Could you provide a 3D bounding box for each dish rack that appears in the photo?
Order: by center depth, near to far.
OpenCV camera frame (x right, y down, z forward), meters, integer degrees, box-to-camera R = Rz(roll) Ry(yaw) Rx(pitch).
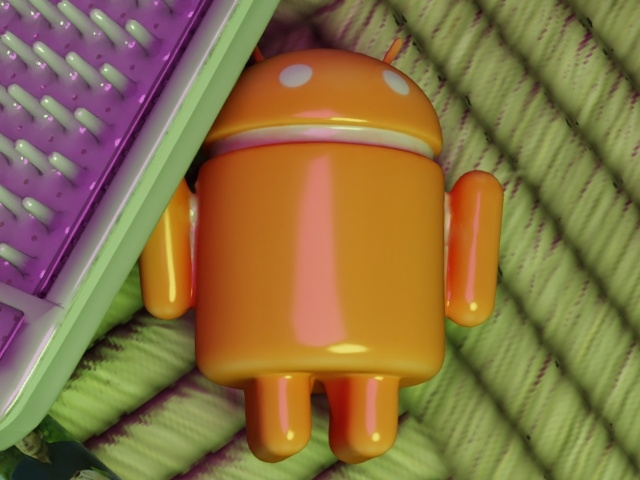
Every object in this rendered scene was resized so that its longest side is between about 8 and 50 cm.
[{"bbox_3d":[-0.164,-0.061,0.885,0.285,0.072,0.333,20,78,39],"label":"dish rack"}]

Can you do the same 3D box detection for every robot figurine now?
[{"bbox_3d":[-0.002,0.000,0.888,0.158,0.128,0.219,-6,77,29],"label":"robot figurine"}]

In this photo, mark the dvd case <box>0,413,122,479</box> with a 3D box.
[{"bbox_3d":[-0.154,0.170,0.849,0.253,0.022,0.180,39,48,15],"label":"dvd case"}]
